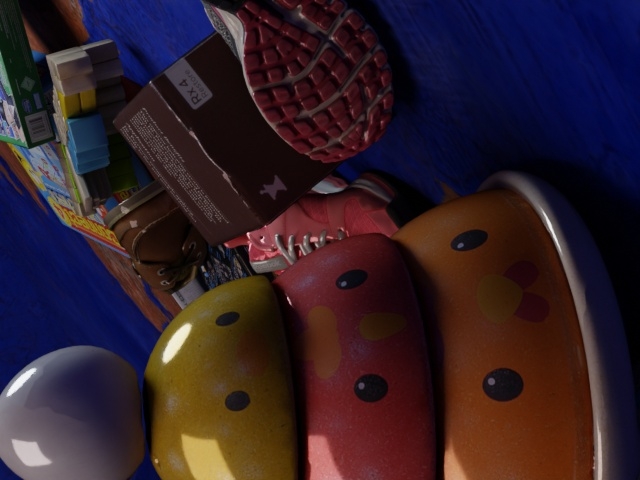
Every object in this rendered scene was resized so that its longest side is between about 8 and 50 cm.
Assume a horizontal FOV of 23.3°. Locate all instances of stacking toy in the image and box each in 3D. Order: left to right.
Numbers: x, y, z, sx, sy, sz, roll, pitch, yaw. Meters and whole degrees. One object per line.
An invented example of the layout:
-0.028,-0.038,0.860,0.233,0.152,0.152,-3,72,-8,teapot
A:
-0.018,0.137,1.240,0.350,0.479,0.351,174,90,-78,stacking toy

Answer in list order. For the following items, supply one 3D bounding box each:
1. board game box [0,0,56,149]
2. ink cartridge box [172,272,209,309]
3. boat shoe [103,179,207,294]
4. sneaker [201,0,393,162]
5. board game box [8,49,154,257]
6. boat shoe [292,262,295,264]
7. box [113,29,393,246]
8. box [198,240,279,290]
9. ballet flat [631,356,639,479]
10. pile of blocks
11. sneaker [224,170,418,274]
-0.452,-0.289,2.079,0.213,0.046,0.317,18,125,60,board game box
-0.169,0.068,2.152,0.224,0.045,0.223,57,-178,-32,ink cartridge box
-0.176,-0.003,1.800,0.104,0.110,0.307,59,175,4,boat shoe
-0.036,-0.204,1.340,0.299,0.120,0.112,57,-174,-18,sneaker
-0.373,-0.136,2.300,0.308,0.086,0.302,21,146,57,board game box
0.081,0.108,1.537,0.267,0.088,0.096,28,158,-16,boat shoe
-0.070,-0.115,1.479,0.168,0.167,0.203,52,162,-7,box
-0.091,0.033,1.889,0.293,0.073,0.295,57,165,22,box
0.316,0.224,1.330,0.123,0.123,0.349,31,155,45,ballet flat
-0.272,-0.135,1.986,0.362,0.112,0.149,107,143,-68,pile of blocks
0.000,0.000,1.598,0.314,0.136,0.116,24,150,54,sneaker
